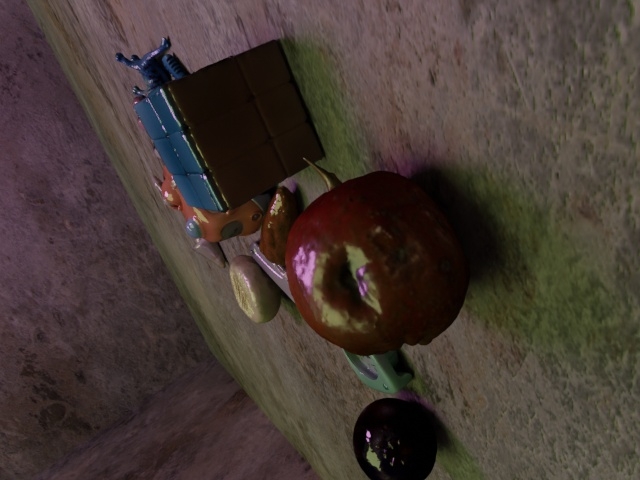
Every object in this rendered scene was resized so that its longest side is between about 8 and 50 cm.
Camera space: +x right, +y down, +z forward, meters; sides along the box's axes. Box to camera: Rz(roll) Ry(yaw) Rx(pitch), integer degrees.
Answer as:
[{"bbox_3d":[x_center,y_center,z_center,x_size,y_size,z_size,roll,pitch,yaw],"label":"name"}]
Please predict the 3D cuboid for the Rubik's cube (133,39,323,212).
[{"bbox_3d":[-0.171,-0.202,0.880,0.231,0.221,0.225,12,131,58],"label":"Rubik's cube"}]

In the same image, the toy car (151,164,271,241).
[{"bbox_3d":[-0.255,-0.111,1.151,0.270,0.212,0.180,50,155,6],"label":"toy car"}]

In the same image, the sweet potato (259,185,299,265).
[{"bbox_3d":[-0.091,-0.026,1.102,0.097,0.097,0.252,47,150,23],"label":"sweet potato"}]

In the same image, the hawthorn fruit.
[{"bbox_3d":[0.079,0.032,0.678,0.258,0.258,0.262,107,163,-60],"label":"hawthorn fruit"}]

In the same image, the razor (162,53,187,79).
[{"bbox_3d":[-0.311,-0.361,1.182,0.253,0.042,0.082,52,-168,14],"label":"razor"}]

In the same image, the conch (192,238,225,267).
[{"bbox_3d":[-0.419,0.026,1.842,0.176,0.094,0.104,38,150,-25],"label":"conch"}]

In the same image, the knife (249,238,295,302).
[{"bbox_3d":[-0.109,0.092,1.345,0.265,0.040,0.073,47,144,24],"label":"knife"}]

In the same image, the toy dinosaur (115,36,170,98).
[{"bbox_3d":[-0.465,-0.450,1.318,0.144,0.076,0.329,23,152,-1],"label":"toy dinosaur"}]

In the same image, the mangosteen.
[{"bbox_3d":[0.170,0.457,1.108,0.194,0.194,0.230,51,-179,14],"label":"mangosteen"}]

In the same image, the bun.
[{"bbox_3d":[-0.185,0.137,1.456,0.222,0.127,0.222,44,144,45],"label":"bun"}]

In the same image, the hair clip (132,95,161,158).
[{"bbox_3d":[-0.458,-0.321,1.426,0.146,0.075,0.257,12,153,18],"label":"hair clip"}]

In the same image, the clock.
[{"bbox_3d":[0.106,0.239,1.081,0.211,0.066,0.159,61,156,-7],"label":"clock"}]
